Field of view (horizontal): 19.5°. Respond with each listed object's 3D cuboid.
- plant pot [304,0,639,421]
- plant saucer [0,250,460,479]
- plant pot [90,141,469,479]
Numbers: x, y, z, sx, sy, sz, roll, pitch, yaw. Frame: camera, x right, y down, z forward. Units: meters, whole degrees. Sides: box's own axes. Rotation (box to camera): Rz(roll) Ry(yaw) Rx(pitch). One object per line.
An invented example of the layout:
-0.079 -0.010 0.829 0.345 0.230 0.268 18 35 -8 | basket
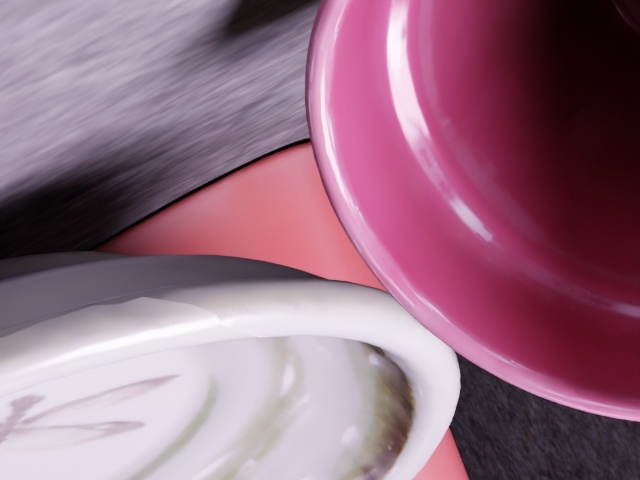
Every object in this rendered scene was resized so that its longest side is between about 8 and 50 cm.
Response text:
0.122 -0.070 0.622 0.201 0.201 0.180 -35 -170 43 | plant pot
-0.138 0.103 0.810 0.400 0.100 0.400 -20 154 -10 | plant saucer
-0.049 0.113 1.076 0.275 0.243 0.275 -31 175 -3 | plant pot
